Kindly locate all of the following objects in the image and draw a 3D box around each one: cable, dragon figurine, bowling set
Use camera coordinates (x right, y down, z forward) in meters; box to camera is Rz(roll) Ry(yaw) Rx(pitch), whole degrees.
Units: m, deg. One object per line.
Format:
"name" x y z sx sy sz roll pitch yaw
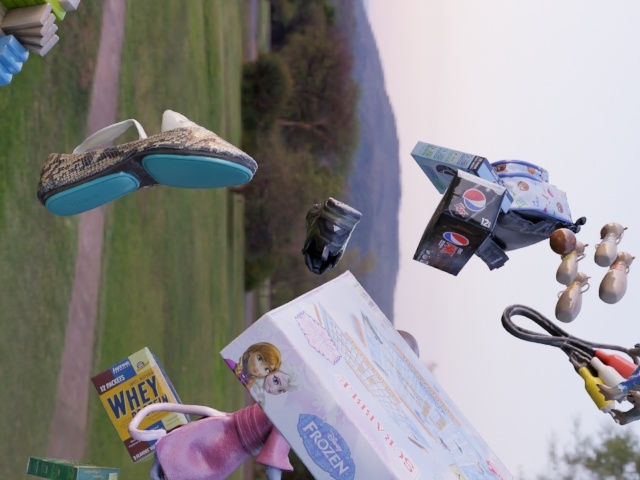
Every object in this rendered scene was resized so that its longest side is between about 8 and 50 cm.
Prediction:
"cable" 0.472 0.194 1.532 0.139 0.287 0.072 -41 162 -18
"dragon figurine" 0.496 0.205 1.189 0.085 0.144 0.289 57 -10 -3
"bowling set" 0.562 0.024 1.701 0.200 0.287 0.154 52 42 -13

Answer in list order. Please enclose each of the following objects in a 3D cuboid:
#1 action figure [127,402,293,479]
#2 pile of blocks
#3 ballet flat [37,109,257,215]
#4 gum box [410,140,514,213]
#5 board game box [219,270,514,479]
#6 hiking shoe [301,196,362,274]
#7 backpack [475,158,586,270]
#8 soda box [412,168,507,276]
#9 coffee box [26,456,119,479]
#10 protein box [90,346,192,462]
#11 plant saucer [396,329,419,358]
"action figure" -0.132 0.353 1.606 0.275 0.370 0.248 61 11 -15
"pile of blocks" -0.515 -0.333 1.312 0.362 0.149 0.112 -55 144 -15
"ballet flat" -0.374 -0.181 1.774 0.164 0.483 0.182 58 24 -63
"gum box" 0.300 -0.135 1.783 0.041 0.184 0.157 -57 135 -12
"board game box" 0.069 0.189 0.863 0.318 0.066 0.318 51 14 6
"hiking shoe" 0.000 0.000 1.415 0.114 0.086 0.227 -61 -179 -11
"backpack" 0.442 -0.076 2.006 0.263 0.276 0.213 10 59 -48
"soda box" 0.151 -0.015 0.929 0.169 0.060 0.053 103 10 -72
"coffee box" -0.533 0.498 1.812 0.113 0.184 0.040 21 72 -47
"protein box" -0.381 0.363 1.838 0.201 0.136 0.200 59 -11 10
"plant saucer" 0.176 0.323 2.142 0.036 0.199 0.198 -138 -139 -55
